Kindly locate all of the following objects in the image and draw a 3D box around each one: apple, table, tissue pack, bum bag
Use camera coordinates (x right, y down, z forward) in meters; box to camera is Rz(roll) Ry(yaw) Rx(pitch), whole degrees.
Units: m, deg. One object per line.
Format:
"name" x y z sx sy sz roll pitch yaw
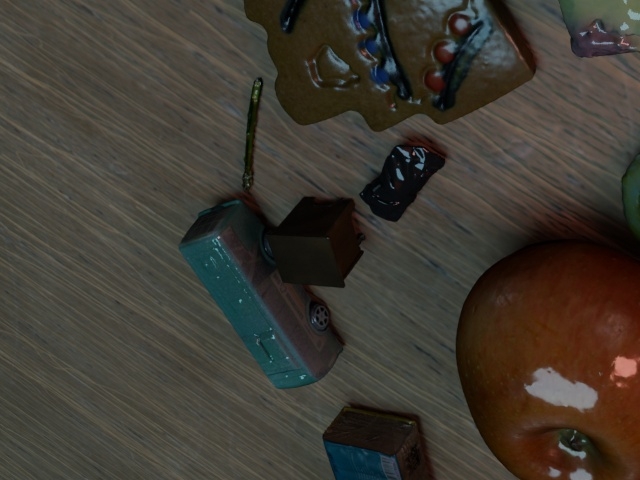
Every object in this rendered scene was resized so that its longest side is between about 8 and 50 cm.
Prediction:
"apple" 0.258 0.132 0.882 0.252 0.206 0.272 14 141 31
"table" 0.000 0.000 1.043 0.083 0.082 0.070 3 127 31
"tissue pack" 0.085 0.319 1.257 0.120 0.082 0.169 5 128 31
"bum bag" 0.085 -0.063 0.969 0.058 0.034 0.124 25 138 -6

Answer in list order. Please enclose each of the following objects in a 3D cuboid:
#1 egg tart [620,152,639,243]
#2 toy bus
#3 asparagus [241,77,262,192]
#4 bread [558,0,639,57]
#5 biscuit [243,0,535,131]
"egg tart" 0.356 -0.023 0.794 0.197 0.078 0.197 18 131 22
"toy bus" -0.072 0.073 1.140 0.091 0.109 0.261 -18 116 35
"asparagus" -0.081 -0.119 1.048 0.016 0.013 0.166 33 137 21
"bread" 0.323 -0.230 0.583 0.338 0.155 0.187 1 118 36
"biscuit" 0.059 -0.206 0.858 0.302 0.043 0.278 18 134 20
